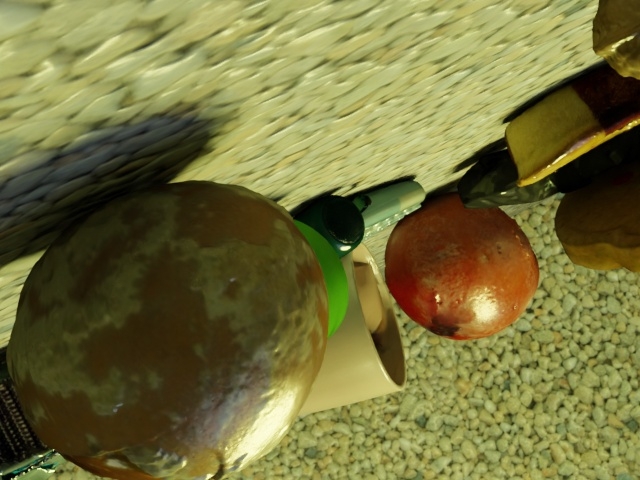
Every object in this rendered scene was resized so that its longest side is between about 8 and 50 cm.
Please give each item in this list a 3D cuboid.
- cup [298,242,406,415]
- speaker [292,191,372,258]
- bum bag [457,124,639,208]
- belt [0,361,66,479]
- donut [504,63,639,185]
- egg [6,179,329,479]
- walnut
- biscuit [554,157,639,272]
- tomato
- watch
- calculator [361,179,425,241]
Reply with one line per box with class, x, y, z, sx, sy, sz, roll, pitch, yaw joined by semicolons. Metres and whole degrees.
cup;-0.019;0.099;1.701;0.200;0.191;0.253;-17;-147;14
speaker;0.009;-0.020;1.347;0.075;0.060;0.094;-33;-153;47
bum bag;0.323;-0.118;1.661;0.340;0.095;0.144;-25;-169;-6
belt;-0.317;0.191;1.385;0.325;0.122;0.260;-27;-179;26
donut;0.275;-0.127;1.443;0.184;0.073;0.166;-28;174;7
egg;-0.093;0.059;0.856;0.233;0.195;0.195;-27;176;41
walnut;0.230;-0.153;0.964;0.082;0.079;0.096;-24;-178;3
biscuit;0.460;-0.082;1.612;0.381;0.074;0.359;-23;-162;21
tomato;0.186;0.039;1.857;0.184;0.208;0.208;-46;176;-7
watch;-0.048;0.064;1.236;0.152;0.165;0.131;-10;-166;24
calculator;0.000;0.000;1.493;0.188;0.042;0.302;-30;174;42
